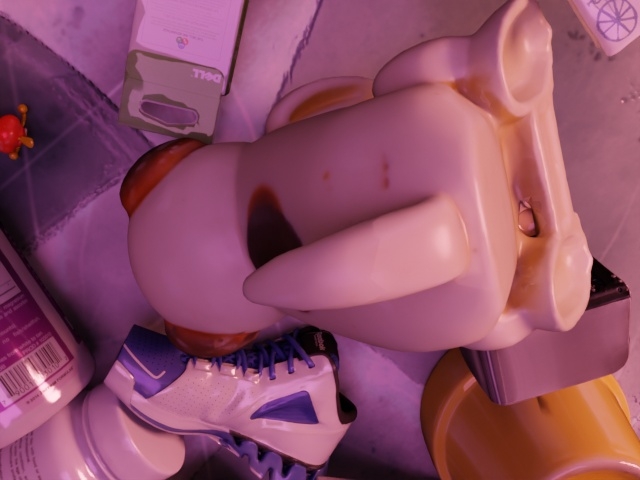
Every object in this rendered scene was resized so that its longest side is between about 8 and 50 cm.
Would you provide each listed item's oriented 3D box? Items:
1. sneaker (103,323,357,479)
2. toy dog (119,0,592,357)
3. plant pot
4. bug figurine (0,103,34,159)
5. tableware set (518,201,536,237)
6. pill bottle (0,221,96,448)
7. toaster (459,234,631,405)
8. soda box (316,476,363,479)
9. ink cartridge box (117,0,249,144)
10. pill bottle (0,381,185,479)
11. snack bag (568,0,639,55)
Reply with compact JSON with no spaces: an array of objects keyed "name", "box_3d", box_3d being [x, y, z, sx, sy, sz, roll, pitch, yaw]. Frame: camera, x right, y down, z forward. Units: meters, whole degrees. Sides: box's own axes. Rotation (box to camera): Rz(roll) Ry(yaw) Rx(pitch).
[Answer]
[{"name":"sneaker","box_3d":[-0.078,0.162,0.736,0.315,0.127,0.182,35,97,-17]},{"name":"toy dog","box_3d":[0.000,0.000,0.570,0.408,0.395,0.285,-8,114,36]},{"name":"plant pot","box_3d":[0.262,0.256,0.707,0.254,0.239,0.254,0,105,-2]},{"name":"bug figurine","box_3d":[-0.381,-0.227,0.639,0.216,0.072,0.279,20,101,-10]},{"name":"tableware set","box_3d":[0.202,-0.015,0.747,0.141,0.020,0.169,34,100,-10]},{"name":"pill bottle","box_3d":[-0.399,0.068,0.664,0.169,0.169,0.301,-28,103,5]},{"name":"toaster","box_3d":[0.226,0.080,0.682,0.185,0.168,0.110,-17,113,1]},{"name":"soda box","box_3d":[0.115,0.373,0.760,0.286,0.098,0.091,16,104,-27]},{"name":"ink cartridge box","box_3d":[-0.144,-0.218,0.657,0.109,0.062,0.209,13,104,-6]},{"name":"pill bottle","box_3d":[-0.318,0.281,0.726,0.283,0.160,0.160,-31,104,5]},{"name":"snack bag","box_3d":[0.272,-0.368,0.440,0.342,0.037,0.323,-36,103,7]}]
